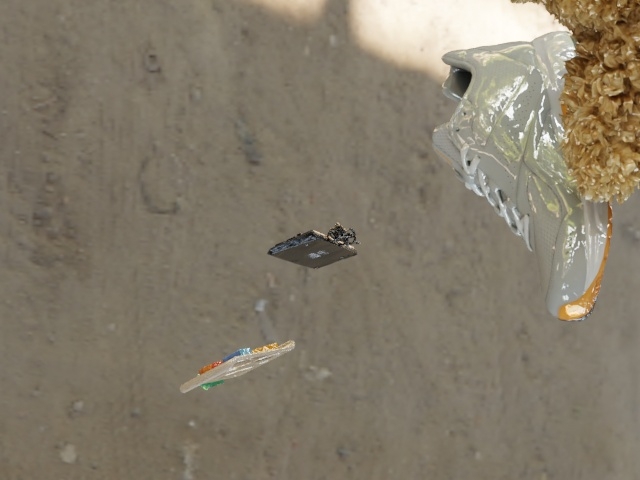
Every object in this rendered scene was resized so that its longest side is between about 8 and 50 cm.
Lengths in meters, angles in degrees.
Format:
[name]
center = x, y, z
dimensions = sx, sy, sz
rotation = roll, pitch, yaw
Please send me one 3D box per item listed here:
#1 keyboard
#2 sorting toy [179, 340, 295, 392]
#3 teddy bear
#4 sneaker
[keyboard]
center = 0.000, 0.000, 1.578
dimensions = 0.192, 0.100, 0.038
rotation = 21, 52, -72
[sorting toy]
center = -0.063, 0.085, 0.780
dimensions = 0.062, 0.083, 0.012
rotation = -12, 77, -48
[teddy bear]
center = 0.262, -0.120, 0.817
dimensions = 0.113, 0.245, 0.338
rotation = -111, -178, -74
[sneaker]
center = 0.149, -0.049, 0.917
dimensions = 0.099, 0.121, 0.262
rotation = 86, 1, -53
